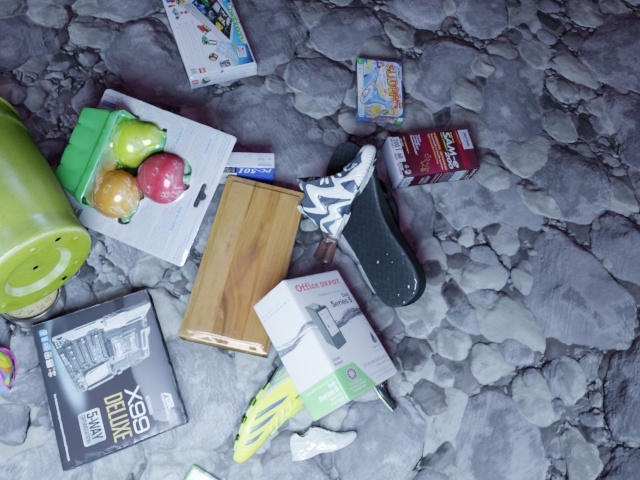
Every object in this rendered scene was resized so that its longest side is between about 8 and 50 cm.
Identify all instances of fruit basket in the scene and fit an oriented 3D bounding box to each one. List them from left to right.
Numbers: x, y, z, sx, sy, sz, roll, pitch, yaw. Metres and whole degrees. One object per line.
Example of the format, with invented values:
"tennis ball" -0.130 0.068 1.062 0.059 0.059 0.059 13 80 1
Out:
"fruit basket" -0.413 -0.152 1.127 0.354 0.165 0.326 22 88 2

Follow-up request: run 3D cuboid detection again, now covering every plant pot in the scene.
"plant pot" -0.672 -0.055 0.962 0.353 0.366 0.366 43 70 10

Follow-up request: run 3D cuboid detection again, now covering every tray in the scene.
"tray" -0.178 0.055 1.156 0.203 0.076 0.410 13 70 -3

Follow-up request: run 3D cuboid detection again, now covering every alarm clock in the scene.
"alarm clock" -0.624 0.118 1.070 0.129 0.064 0.192 39 64 16

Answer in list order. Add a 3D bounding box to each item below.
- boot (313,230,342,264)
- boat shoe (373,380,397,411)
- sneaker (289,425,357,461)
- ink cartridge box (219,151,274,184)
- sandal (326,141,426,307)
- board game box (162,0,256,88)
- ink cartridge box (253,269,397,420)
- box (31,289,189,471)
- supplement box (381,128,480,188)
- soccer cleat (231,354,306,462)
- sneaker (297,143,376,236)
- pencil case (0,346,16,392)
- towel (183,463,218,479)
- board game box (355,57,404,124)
"boot" 0.000 0.000 1.221 0.107 0.037 0.114 20 90 37
"boat shoe" 0.136 0.333 1.111 0.042 0.049 0.133 -33 73 -10
"sneaker" 0.006 0.436 1.053 0.153 0.053 0.061 -11 69 -11
"ink cartridge box" -0.223 -0.183 1.223 0.207 0.097 0.046 0 70 -8
"sandal" 0.136 -0.042 1.211 0.107 0.168 0.445 -2 65 -48
"board game box" -0.322 -0.593 1.382 0.193 0.053 0.305 -17 73 -13
"ink cartridge box" 0.011 0.212 1.035 0.199 0.115 0.272 -6 60 -53
"box" -0.446 0.290 1.028 0.243 0.076 0.307 -18 73 -14
"supplement box" 0.303 -0.227 1.328 0.240 0.073 0.130 -9 71 -12
"soccer cleat" -0.088 0.356 1.048 0.121 0.093 0.289 31 68 1
"sneaker" 0.024 -0.143 1.143 0.153 0.234 0.094 30 24 10
"pencil case" -0.754 0.296 0.974 0.237 0.104 0.104 -17 73 -11
"towel" -0.234 0.557 0.994 0.152 0.023 0.113 32 67 7
"board game box" 0.172 -0.437 1.406 0.137 0.035 0.201 2 70 -7
